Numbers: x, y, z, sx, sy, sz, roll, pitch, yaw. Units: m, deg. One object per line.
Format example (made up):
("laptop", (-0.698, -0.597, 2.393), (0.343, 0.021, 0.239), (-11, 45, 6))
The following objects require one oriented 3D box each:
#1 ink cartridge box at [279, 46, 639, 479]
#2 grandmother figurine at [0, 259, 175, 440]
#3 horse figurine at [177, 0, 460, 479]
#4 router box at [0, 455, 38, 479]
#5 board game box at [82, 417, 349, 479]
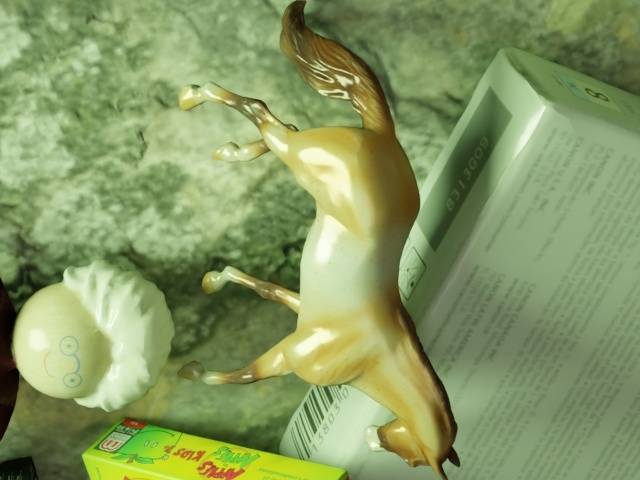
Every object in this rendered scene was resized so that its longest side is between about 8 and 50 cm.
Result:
("ink cartridge box", (0.210, 0.079, 1.183), (0.385, 0.091, 0.308), (18, 113, -26))
("grandmother figurine", (-0.256, 0.074, 1.088), (0.342, 0.104, 0.208), (-7, 126, -3))
("horse figurine", (0.000, 0.000, 1.054), (0.174, 0.066, 0.263), (12, 107, 31))
("router box", (-0.191, 0.207, 1.150), (0.038, 0.122, 0.092), (-11, 117, 2))
("board game box", (-0.057, 0.173, 1.135), (0.181, 0.043, 0.092), (8, 126, 37))
